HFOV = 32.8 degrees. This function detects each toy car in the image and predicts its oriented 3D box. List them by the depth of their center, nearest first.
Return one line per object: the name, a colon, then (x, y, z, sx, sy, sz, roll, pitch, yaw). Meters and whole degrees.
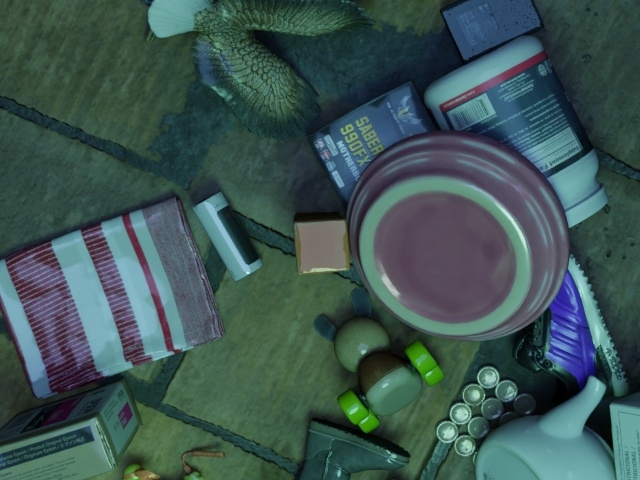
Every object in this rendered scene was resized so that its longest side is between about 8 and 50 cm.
toy car: (0.073, 0.173, 1.691, 0.155, 0.149, 0.188, -36, 65, 1)

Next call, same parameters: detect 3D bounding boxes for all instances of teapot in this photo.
teapot: (0.372, 0.371, 1.653, 0.187, 0.256, 0.252, -20, 74, -26)

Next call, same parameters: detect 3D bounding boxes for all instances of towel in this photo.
towel: (-0.338, 0.093, 1.713, 0.329, 0.037, 0.237, -19, 94, 2)

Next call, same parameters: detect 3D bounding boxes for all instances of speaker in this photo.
speaker: (-0.145, -0.007, 1.693, 0.055, 0.055, 0.136, -29, 94, 3)

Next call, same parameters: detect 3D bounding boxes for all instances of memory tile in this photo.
memory tile: (0.263, 0.282, 1.736, 0.113, 0.012, 0.148, 36, 95, -2)

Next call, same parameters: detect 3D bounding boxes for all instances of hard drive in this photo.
hard drive: (0.264, -0.341, 1.674, 0.135, 0.022, 0.094, -25, 94, 3)

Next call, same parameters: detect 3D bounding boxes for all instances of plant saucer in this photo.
plant saucer: (0.185, 0.009, 1.557, 0.332, 0.084, 0.332, 10, 119, 19)

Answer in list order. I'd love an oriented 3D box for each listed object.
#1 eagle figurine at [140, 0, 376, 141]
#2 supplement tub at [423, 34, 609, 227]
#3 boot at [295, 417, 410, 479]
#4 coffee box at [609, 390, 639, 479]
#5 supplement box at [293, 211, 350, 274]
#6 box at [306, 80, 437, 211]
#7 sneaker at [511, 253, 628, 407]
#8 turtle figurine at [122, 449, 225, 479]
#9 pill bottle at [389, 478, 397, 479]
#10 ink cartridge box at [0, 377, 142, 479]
eagle figurine: (-0.098, -0.309, 1.602, 0.298, 0.226, 0.225, 36, 74, 2)
supplement tub: (0.290, -0.145, 1.607, 0.191, 0.191, 0.272, -27, 95, 3)
boot: (0.033, 0.400, 1.703, 0.189, 0.076, 0.208, 14, 88, 29)
coffee box: (0.651, 0.368, 1.522, 0.337, 0.334, 0.338, -11, 97, -34)
supplement box: (0.000, 0.000, 1.602, 0.080, 0.233, 0.078, -5, 95, -2)
box: (0.111, -0.102, 1.680, 0.183, 0.056, 0.231, -27, 95, 3)
sneaker: (0.356, 0.133, 1.676, 0.146, 0.102, 0.293, -24, 95, 3)
turtle figurine: (-0.266, 0.439, 1.717, 0.269, 0.087, 0.217, -13, 95, 2)
pill bottle: (0.159, 0.466, 1.705, 0.180, 0.108, 0.108, 34, 95, -2)
ink cartridge box: (-0.388, 0.298, 1.632, 0.193, 0.235, 0.088, -19, 96, 2)
